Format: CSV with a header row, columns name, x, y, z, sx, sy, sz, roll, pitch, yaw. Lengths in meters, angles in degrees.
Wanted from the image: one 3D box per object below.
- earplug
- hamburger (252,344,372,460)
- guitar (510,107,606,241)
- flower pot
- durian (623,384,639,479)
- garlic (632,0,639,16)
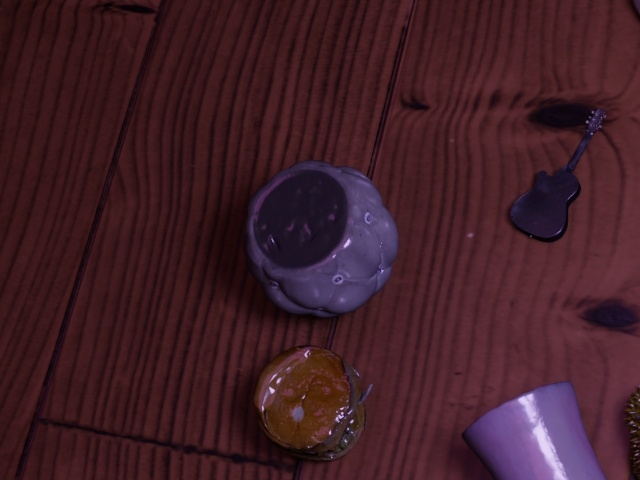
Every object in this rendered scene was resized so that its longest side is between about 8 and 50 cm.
name,x,y,z,sx,sy,sz,roll,pitch,yaw
earplug,0.331,0.365,1.793,0.172,0.172,0.301,-27,69,8
hamburger,-0.007,0.249,1.986,0.185,0.113,0.177,-17,59,5
guitar,0.378,-0.105,2.026,0.088,0.025,0.233,27,81,28
flower pot,0.000,0.000,2.027,0.246,0.195,0.246,-6,68,16
durian,0.490,0.238,1.811,0.146,0.102,0.208,-9,63,23
garlic,0.549,-0.410,2.063,0.129,0.090,0.198,-10,59,0
